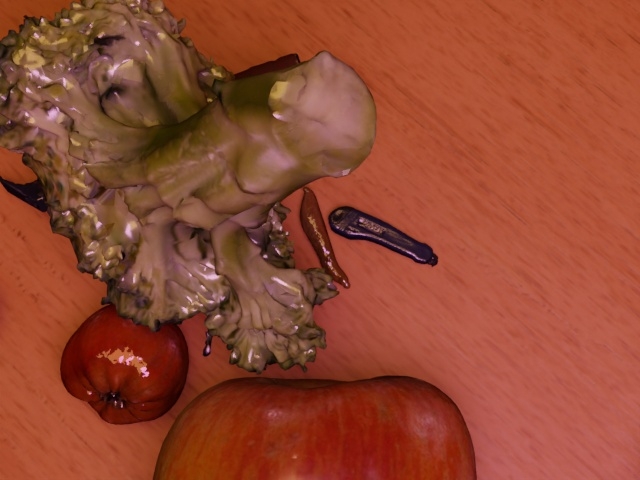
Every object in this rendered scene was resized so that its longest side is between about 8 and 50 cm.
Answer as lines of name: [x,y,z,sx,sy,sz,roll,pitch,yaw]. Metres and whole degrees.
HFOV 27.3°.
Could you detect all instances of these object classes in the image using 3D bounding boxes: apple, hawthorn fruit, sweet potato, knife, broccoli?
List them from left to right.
hawthorn fruit: [-0.188,0.113,1.298,0.125,0.125,0.140,20,83,9]
broccoli: [-0.124,-0.092,1.111,0.353,0.397,0.275,18,70,5]
apple: [-0.011,0.254,1.173,0.301,0.301,0.301,-1,79,5]
sweet potato: [0.000,0.000,1.350,0.026,0.026,0.115,-22,82,1]
knife: [0.065,-0.002,1.347,0.121,0.018,0.031,25,75,9]

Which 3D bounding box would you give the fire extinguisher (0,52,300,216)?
fire extinguisher: [-0.172,-0.099,1.356,0.344,0.102,0.138,-19,45,2]
